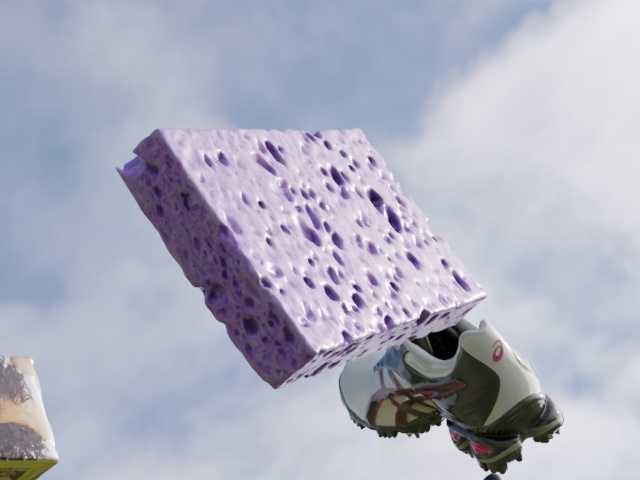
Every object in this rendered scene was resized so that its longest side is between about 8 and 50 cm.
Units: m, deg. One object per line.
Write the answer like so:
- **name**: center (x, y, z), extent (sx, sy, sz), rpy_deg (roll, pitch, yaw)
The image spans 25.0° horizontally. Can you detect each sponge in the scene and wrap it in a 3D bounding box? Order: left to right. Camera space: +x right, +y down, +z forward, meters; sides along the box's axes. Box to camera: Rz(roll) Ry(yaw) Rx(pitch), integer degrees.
- **sponge**: center (0.000, 0.000, 0.680), extent (0.031, 0.117, 0.210), rpy_deg (-41, -13, 22)

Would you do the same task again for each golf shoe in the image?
- **golf shoe**: center (0.096, 0.106, 1.231), extent (0.105, 0.273, 0.120), rpy_deg (-34, -71, -26)

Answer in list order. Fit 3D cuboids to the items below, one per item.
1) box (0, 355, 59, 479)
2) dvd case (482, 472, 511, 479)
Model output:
- **box**: center (-0.286, 0.118, 0.933), extent (0.232, 0.087, 0.058), rpy_deg (6, -37, -45)
- **dvd case**: center (0.113, 0.225, 0.775), extent (0.253, 0.022, 0.180), rpy_deg (30, -68, -36)
